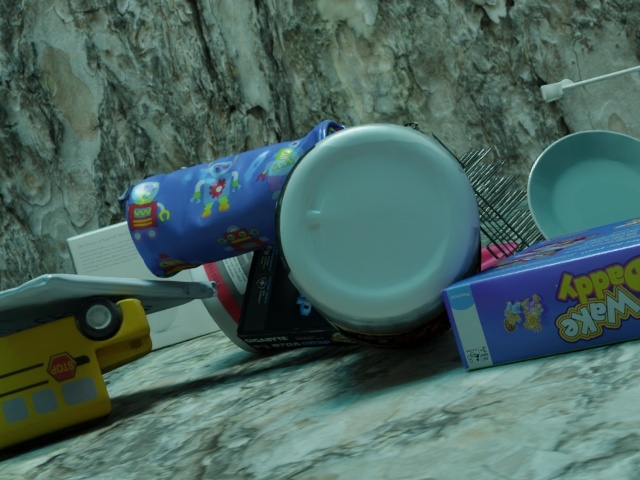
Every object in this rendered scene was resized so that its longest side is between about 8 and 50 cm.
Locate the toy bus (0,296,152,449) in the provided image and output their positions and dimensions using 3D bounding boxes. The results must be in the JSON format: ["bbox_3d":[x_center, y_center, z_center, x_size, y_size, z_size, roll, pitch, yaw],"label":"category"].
[{"bbox_3d":[-0.353,0.169,1.647,0.333,0.130,0.108,-17,-9,-15],"label":"toy bus"}]

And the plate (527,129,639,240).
[{"bbox_3d":[0.322,-0.039,1.612,0.188,0.188,0.024,-17,-25,-15],"label":"plate"}]

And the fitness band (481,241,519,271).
[{"bbox_3d":[0.149,0.052,1.984,0.209,0.054,0.291,-18,4,-36],"label":"fitness band"}]

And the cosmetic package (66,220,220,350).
[{"bbox_3d":[-0.302,0.073,2.485,0.224,0.224,0.138,-16,3,-10],"label":"cosmetic package"}]

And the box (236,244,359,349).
[{"bbox_3d":[0.002,0.020,1.716,0.175,0.220,0.051,-5,-29,32],"label":"box"}]

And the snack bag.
[{"bbox_3d":[-0.349,0.084,1.756,0.343,0.037,0.323,-17,-13,32],"label":"snack bag"}]

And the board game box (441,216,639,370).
[{"bbox_3d":[0.314,0.021,1.269,0.347,0.078,0.233,-15,3,34],"label":"board game box"}]

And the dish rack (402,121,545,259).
[{"bbox_3d":[0.205,-0.051,1.712,0.074,0.271,0.208,-45,4,-4],"label":"dish rack"}]

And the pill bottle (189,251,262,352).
[{"bbox_3d":[0.000,0.000,1.882,0.318,0.176,0.176,-32,-2,15],"label":"pill bottle"}]

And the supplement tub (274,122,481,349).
[{"bbox_3d":[0.067,0.008,1.460,0.194,0.193,0.316,-16,-11,4],"label":"supplement tub"}]

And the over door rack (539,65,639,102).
[{"bbox_3d":[0.454,-0.127,1.868,0.324,0.239,0.108,-15,-3,26],"label":"over door rack"}]

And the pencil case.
[{"bbox_3d":[-0.085,-0.051,1.701,0.306,0.133,0.119,-16,-35,25],"label":"pencil case"}]
